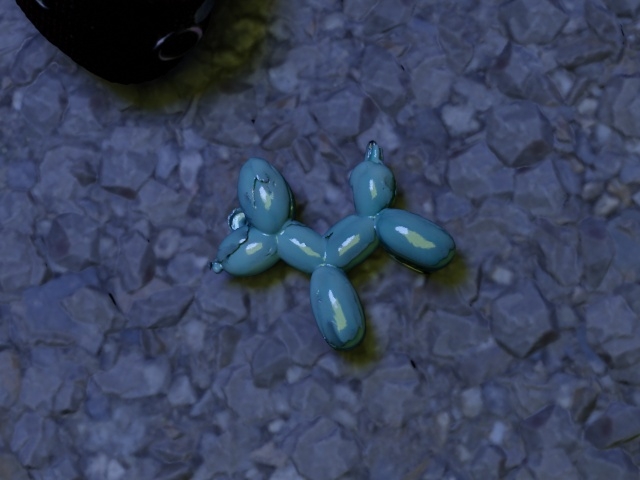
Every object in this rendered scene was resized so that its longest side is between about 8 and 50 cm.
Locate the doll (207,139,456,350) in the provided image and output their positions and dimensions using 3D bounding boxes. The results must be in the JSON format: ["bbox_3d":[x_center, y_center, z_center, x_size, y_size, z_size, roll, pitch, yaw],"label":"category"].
[{"bbox_3d":[0.000,0.000,1.010,0.159,0.059,0.158,-36,80,0],"label":"doll"}]

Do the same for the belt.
[{"bbox_3d":[-0.173,-0.259,1.030,0.184,0.164,0.289,-24,75,-25],"label":"belt"}]
